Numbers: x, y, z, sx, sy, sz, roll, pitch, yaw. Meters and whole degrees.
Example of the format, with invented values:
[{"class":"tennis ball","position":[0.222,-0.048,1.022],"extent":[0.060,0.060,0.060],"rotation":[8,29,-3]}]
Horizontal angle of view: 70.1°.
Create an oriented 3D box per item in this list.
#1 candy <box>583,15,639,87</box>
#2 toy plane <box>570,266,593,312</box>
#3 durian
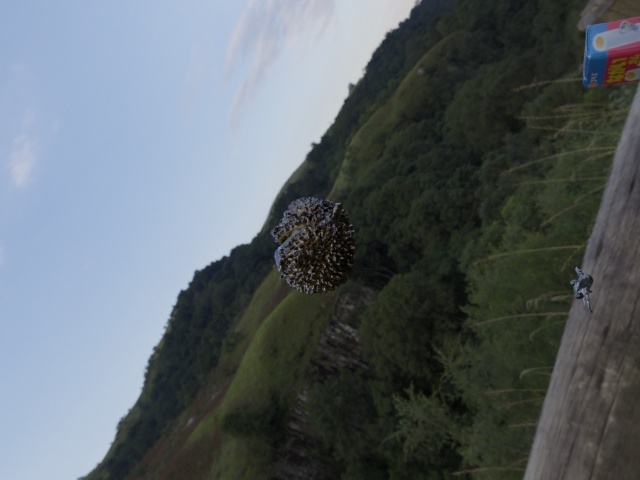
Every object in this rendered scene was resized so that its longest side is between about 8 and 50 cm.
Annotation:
[{"class":"candy","position":[0.824,-0.476,1.122],"extent":[0.157,0.306,0.100],"rotation":[21,-109,-61]},{"class":"toy plane","position":[0.417,0.073,0.725],"extent":[0.083,0.031,0.078],"rotation":[40,-140,-51]},{"class":"durian","position":[0.000,0.000,0.835],"extent":[0.196,0.167,0.195],"rotation":[12,104,60]}]
